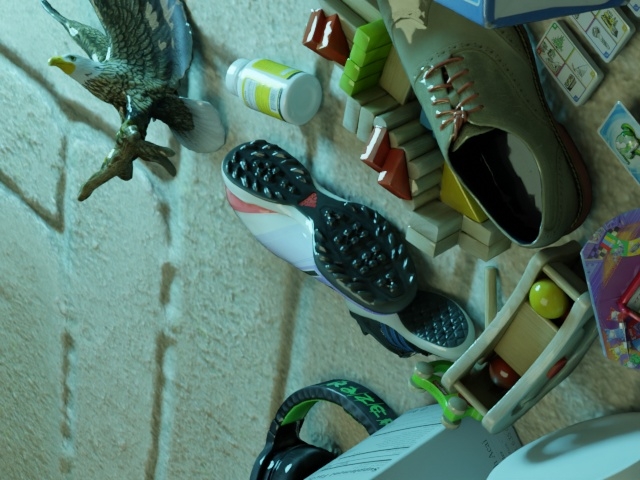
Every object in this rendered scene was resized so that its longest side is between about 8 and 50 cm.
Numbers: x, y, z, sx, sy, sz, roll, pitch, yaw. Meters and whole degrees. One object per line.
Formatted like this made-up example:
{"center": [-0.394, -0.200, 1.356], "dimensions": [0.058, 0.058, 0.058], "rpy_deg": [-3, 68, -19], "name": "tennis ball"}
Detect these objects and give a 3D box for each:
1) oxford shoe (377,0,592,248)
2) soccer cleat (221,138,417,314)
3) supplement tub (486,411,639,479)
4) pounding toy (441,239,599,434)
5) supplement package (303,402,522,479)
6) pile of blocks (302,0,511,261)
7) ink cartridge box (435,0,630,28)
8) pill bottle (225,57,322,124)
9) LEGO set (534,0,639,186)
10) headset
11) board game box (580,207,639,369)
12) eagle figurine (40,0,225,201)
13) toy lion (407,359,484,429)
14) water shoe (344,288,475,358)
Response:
{"center": [0.154, -0.149, 1.382], "dimensions": [0.123, 0.130, 0.348], "rpy_deg": [-35, 88, 27], "name": "oxford shoe"}
{"center": [0.000, 0.000, 1.712], "dimensions": [0.318, 0.108, 0.116], "rpy_deg": [39, 152, 29], "name": "soccer cleat"}
{"center": [0.320, 0.365, 1.434], "dimensions": [0.235, 0.235, 0.325], "rpy_deg": [-14, 101, 52], "name": "supplement tub"}
{"center": [0.193, 0.096, 1.488], "dimensions": [0.155, 0.154, 0.269], "rpy_deg": [45, 139, 21], "name": "pounding toy"}
{"center": [0.095, 0.327, 1.627], "dimensions": [0.175, 0.293, 0.177], "rpy_deg": [-21, 95, 53], "name": "supplement package"}
{"center": [0.090, -0.134, 1.504], "dimensions": [0.362, 0.112, 0.149], "rpy_deg": [59, 143, 4], "name": "pile of blocks"}
{"center": [0.115, -0.369, 1.226], "dimensions": [0.395, 0.151, 0.270], "rpy_deg": [-134, 39, -58], "name": "ink cartridge box"}
{"center": [-0.059, -0.184, 1.686], "dimensions": [0.116, 0.065, 0.065], "rpy_deg": [25, 129, 39], "name": "pill bottle"}
{"center": [0.319, -0.152, 1.297], "dimensions": [0.244, 0.060, 0.182], "rpy_deg": [57, 147, 22], "name": "LEGO set"}
{"center": [0.025, 0.371, 1.901], "dimensions": [0.243, 0.185, 0.394], "rpy_deg": [38, 121, 35], "name": "headset"}
{"center": [0.328, 0.051, 1.334], "dimensions": [0.133, 0.033, 0.169], "rpy_deg": [-14, 105, 7], "name": "board game box"}
{"center": [-0.266, -0.237, 1.837], "dimensions": [0.226, 0.225, 0.298], "rpy_deg": [-15, 65, 13], "name": "eagle figurine"}
{"center": [0.166, 0.174, 1.616], "dimensions": [0.100, 0.096, 0.034], "rpy_deg": [46, 134, 33], "name": "toy lion"}
{"center": [0.115, 0.104, 1.667], "dimensions": [0.203, 0.073, 0.080], "rpy_deg": [27, 148, 47], "name": "water shoe"}
